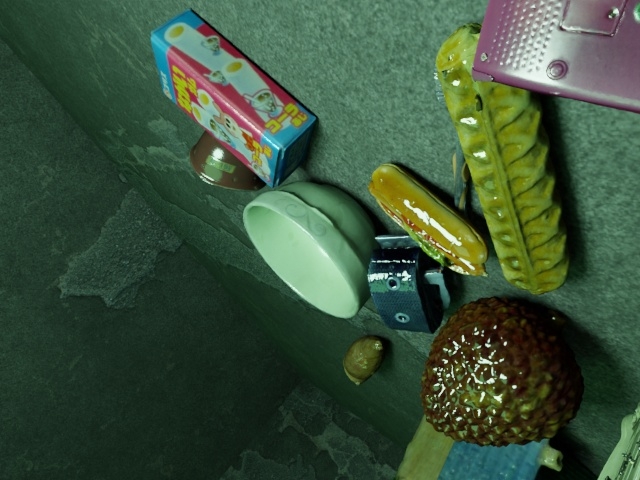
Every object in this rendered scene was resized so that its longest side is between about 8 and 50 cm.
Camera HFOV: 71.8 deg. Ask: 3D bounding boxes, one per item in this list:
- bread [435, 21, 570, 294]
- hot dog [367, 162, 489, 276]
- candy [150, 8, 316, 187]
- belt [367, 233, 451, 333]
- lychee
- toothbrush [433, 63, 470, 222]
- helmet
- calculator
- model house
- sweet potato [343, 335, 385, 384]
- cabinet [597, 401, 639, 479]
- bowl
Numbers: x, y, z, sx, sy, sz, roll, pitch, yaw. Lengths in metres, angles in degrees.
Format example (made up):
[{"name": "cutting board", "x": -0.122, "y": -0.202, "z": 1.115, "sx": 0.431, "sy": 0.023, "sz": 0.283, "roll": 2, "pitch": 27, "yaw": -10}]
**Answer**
[{"name": "bread", "x": 0.220, "y": -0.069, "z": 0.508, "sx": 0.367, "sy": 0.084, "sz": 0.077, "roll": 59, "pitch": -161, "yaw": -32}, {"name": "hot dog", "x": 0.160, "y": -0.028, "z": 0.662, "sx": 0.235, "sy": 0.062, "sz": 0.092, "roll": 45, "pitch": 162, "yaw": 28}, {"name": "candy", "x": -0.159, "y": -0.251, "z": 0.808, "sx": 0.306, "sy": 0.100, "sz": 0.157, "roll": 40, "pitch": 160, "yaw": 5}, {"name": "belt", "x": 0.178, "y": 0.095, "z": 0.827, "sx": 0.129, "sy": 0.122, "sz": 0.218, "roll": 0, "pitch": 140, "yaw": 26}, {"name": "lychee", "x": 0.283, "y": 0.213, "z": 0.710, "sx": 0.236, "sy": 0.271, "sz": 0.235, "roll": 37, "pitch": -158, "yaw": -18}, {"name": "toothbrush", "x": 0.188, "y": -0.090, "z": 0.597, "sx": 0.031, "sy": 0.023, "sz": 0.320, "roll": 33, "pitch": 157, "yaw": 43}, {"name": "helmet", "x": -0.177, "y": -0.188, "z": 0.929, "sx": 0.175, "sy": 0.155, "sz": 0.106, "roll": 34, "pitch": 133, "yaw": -4}, {"name": "calculator", "x": 0.213, "y": -0.165, "z": 0.322, "sx": 0.191, "sy": 0.034, "sz": 0.126, "roll": 27, "pitch": 122, "yaw": 33}, {"name": "model house", "x": 0.433, "y": 0.568, "z": 1.016, "sx": 0.382, "sy": 0.334, "sz": 0.343, "roll": 36, "pitch": 162, "yaw": -9}, {"name": "sweet potato", "x": 0.141, "y": 0.377, "z": 1.430, "sx": 0.131, "sy": 0.131, "sz": 0.336, "roll": 37, "pitch": 159, "yaw": 16}, {"name": "cabinet", "x": 0.461, "y": 0.310, "z": 0.502, "sx": 0.228, "sy": 0.290, "sz": 0.317, "roll": 24, "pitch": 150, "yaw": 37}, {"name": "bowl", "x": 0.000, "y": 0.000, "z": 0.910, "sx": 0.307, "sy": 0.163, "sz": 0.307, "roll": 37, "pitch": 158, "yaw": 18}]
